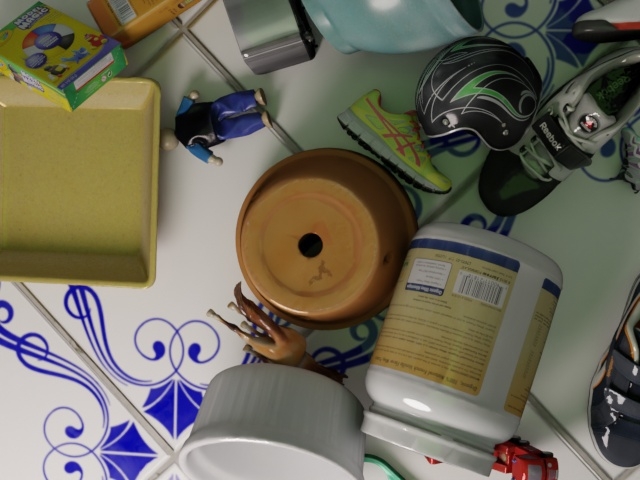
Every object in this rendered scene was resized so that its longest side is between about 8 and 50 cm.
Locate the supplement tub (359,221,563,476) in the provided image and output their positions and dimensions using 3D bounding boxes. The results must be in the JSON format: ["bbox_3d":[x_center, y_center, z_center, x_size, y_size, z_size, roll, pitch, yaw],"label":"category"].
[{"bbox_3d":[0.197,0.155,1.312,0.228,0.228,0.316,19,80,7],"label":"supplement tub"}]

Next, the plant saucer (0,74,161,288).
[{"bbox_3d":[-0.413,-0.097,1.489,0.333,0.081,0.332,3,93,7],"label":"plant saucer"}]

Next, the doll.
[{"bbox_3d":[-0.175,-0.182,1.468,0.189,0.046,0.129,-15,90,8],"label":"doll"}]

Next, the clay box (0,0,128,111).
[{"bbox_3d":[-0.428,-0.297,1.437,0.222,0.053,0.127,29,61,24],"label":"clay box"}]

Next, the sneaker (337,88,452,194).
[{"bbox_3d":[0.130,-0.154,1.412,0.208,0.081,0.094,41,89,2],"label":"sneaker"}]

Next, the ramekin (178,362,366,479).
[{"bbox_3d":[-0.062,0.296,1.367,0.277,0.277,0.135,6,55,8],"label":"ramekin"}]

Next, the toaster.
[{"bbox_3d":[-0.080,-0.348,1.378,0.110,0.186,0.168,-19,91,4],"label":"toaster"}]

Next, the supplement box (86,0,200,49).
[{"bbox_3d":[-0.247,-0.399,1.452,0.233,0.078,0.080,-29,86,8],"label":"supplement box"}]

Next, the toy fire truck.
[{"bbox_3d":[0.254,0.329,1.389,0.135,0.192,0.047,0,94,-21],"label":"toy fire truck"}]

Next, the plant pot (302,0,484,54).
[{"bbox_3d":[0.081,-0.388,1.317,0.196,0.293,0.293,-24,89,23],"label":"plant pot"}]

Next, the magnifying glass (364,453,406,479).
[{"bbox_3d":[0.136,0.410,1.466,0.231,0.026,0.092,17,95,6],"label":"magnifying glass"}]

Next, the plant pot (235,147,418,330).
[{"bbox_3d":[0.000,0.000,1.375,0.291,0.203,0.290,0,92,8],"label":"plant pot"}]

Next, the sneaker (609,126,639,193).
[{"bbox_3d":[0.464,-0.116,1.386,0.069,0.038,0.098,-33,88,7],"label":"sneaker"}]

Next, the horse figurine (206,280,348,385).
[{"bbox_3d":[-0.069,0.156,1.385,0.174,0.263,0.066,25,72,24],"label":"horse figurine"}]

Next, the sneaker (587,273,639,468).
[{"bbox_3d":[0.481,0.195,1.359,0.126,0.127,0.321,12,96,6],"label":"sneaker"}]

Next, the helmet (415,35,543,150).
[{"bbox_3d":[0.225,-0.217,1.349,0.162,0.169,0.169,22,96,-14],"label":"helmet"}]

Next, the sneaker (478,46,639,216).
[{"bbox_3d":[0.362,-0.166,1.347,0.122,0.146,0.330,44,99,2],"label":"sneaker"}]

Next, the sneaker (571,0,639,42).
[{"bbox_3d":[0.498,-0.378,1.345,0.270,0.090,0.145,-7,91,5],"label":"sneaker"}]
